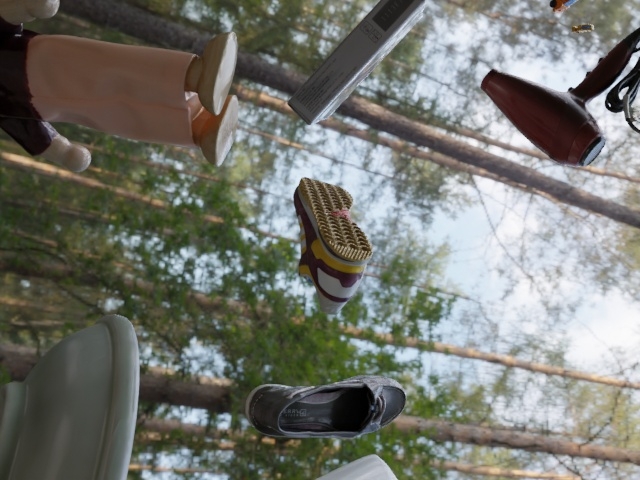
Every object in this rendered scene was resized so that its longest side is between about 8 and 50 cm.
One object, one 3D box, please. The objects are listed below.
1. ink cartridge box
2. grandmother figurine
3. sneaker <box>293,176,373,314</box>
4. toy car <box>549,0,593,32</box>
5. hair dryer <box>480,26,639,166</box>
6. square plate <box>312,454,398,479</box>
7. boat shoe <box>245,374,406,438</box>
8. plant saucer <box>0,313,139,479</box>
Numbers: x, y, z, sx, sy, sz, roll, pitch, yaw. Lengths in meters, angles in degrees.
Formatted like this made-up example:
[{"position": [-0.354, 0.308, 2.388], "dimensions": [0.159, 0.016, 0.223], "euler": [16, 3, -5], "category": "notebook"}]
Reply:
[{"position": [0.070, -0.325, 1.313], "dimensions": [0.275, 0.060, 0.239], "euler": [-45, -176, 13], "category": "ink cartridge box"}, {"position": [-0.250, -0.147, 0.683], "dimensions": [0.104, 0.343, 0.207], "euler": [-73, 174, -50], "category": "grandmother figurine"}, {"position": [0.000, 0.000, 0.790], "dimensions": [0.185, 0.070, 0.083], "euler": [-105, -147, -60], "category": "sneaker"}, {"position": [0.385, -0.359, 1.123], "dimensions": [0.041, 0.122, 0.060], "euler": [2, -97, 41], "category": "toy car"}, {"position": [0.372, -0.199, 1.040], "dimensions": [0.080, 0.294, 0.223], "euler": [78, 19, -59], "category": "hair dryer"}, {"position": [0.039, 0.371, 0.629], "dimensions": [0.049, 0.344, 0.347], "euler": [-44, -116, 32], "category": "square plate"}, {"position": [0.033, 0.299, 1.305], "dimensions": [0.096, 0.335, 0.112], "euler": [6, -89, 57], "category": "boat shoe"}, {"position": [-0.300, 0.257, 0.749], "dimensions": [0.400, 0.101, 0.400], "euler": [-45, -146, 42], "category": "plant saucer"}]
